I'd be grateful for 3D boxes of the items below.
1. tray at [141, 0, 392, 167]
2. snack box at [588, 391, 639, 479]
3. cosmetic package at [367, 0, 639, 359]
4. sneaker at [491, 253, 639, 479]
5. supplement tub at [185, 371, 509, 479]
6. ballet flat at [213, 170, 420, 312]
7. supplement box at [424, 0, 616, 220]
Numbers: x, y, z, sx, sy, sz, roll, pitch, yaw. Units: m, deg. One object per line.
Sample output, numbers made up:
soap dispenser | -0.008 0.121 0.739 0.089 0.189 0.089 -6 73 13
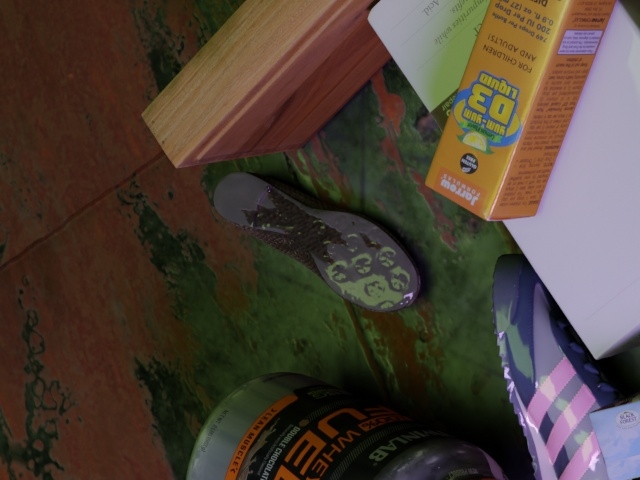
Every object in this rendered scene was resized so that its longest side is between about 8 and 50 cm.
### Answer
tray | 0.031 -0.224 1.847 0.411 0.203 0.076 -42 72 33
snack box | 0.352 0.135 1.656 0.174 0.207 0.070 -19 85 36
cosmetic package | 0.243 -0.114 1.735 0.217 0.156 0.385 -44 70 30
sneaker | 0.252 0.154 1.811 0.131 0.112 0.319 -17 92 22
supplement tub | 0.043 0.261 1.864 0.338 0.207 0.207 18 107 48
ballet flat | 0.000 0.000 2.002 0.250 0.058 0.084 27 90 25
supplement box | 0.170 -0.135 1.645 0.078 0.080 0.233 30 114 31
